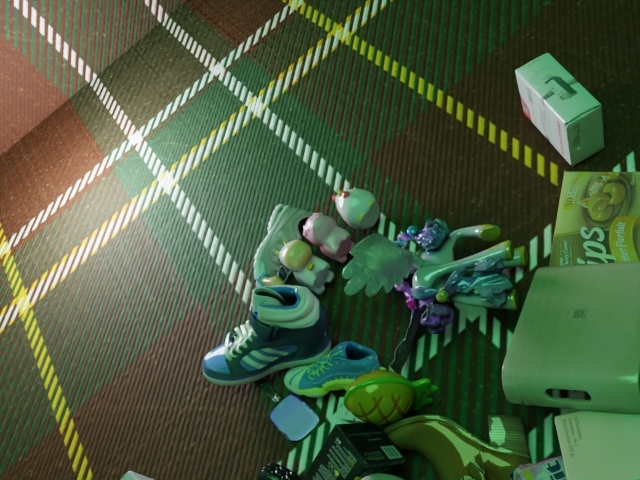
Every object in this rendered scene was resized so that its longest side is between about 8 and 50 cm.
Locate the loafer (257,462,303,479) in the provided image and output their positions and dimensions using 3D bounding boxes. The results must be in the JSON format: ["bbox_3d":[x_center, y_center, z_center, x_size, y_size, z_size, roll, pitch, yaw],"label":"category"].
[{"bbox_3d":[-0.035,0.532,1.305,0.223,0.076,0.078,19,105,28],"label":"loafer"}]

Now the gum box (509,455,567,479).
[{"bbox_3d":[0.408,0.456,1.075,0.107,0.062,0.188,-16,64,-10],"label":"gum box"}]

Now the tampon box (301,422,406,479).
[{"bbox_3d":[0.060,0.445,1.235,0.101,0.120,0.161,44,113,42],"label":"tampon box"}]

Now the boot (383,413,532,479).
[{"bbox_3d":[0.252,0.445,1.200,0.283,0.109,0.220,-4,61,17],"label":"boot"}]

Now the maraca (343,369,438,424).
[{"bbox_3d":[0.136,0.305,1.259,0.185,0.127,0.099,0,48,-10],"label":"maraca"}]

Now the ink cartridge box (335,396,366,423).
[{"bbox_3d":[0.079,0.365,1.376,0.083,0.028,0.048,1,59,27],"label":"ink cartridge box"}]

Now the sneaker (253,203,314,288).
[{"bbox_3d":[-0.089,0.029,1.638,0.115,0.105,0.281,3,64,21],"label":"sneaker"}]

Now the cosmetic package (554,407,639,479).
[{"bbox_3d":[0.525,0.317,0.949,0.309,0.113,0.160,-21,23,19],"label":"cosmetic package"}]

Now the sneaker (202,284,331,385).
[{"bbox_3d":[-0.147,0.193,1.446,0.322,0.236,0.130,-13,38,8],"label":"sneaker"}]

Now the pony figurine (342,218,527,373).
[{"bbox_3d":[0.230,0.087,1.361,0.363,0.303,0.351,-8,24,27],"label":"pony figurine"}]

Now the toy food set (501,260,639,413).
[{"bbox_3d":[0.465,0.157,1.116,0.219,0.092,0.306,-6,41,42],"label":"toy food set"}]

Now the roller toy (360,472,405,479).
[{"bbox_3d":[0.113,0.520,1.119,0.146,0.191,0.209,-60,7,19],"label":"roller toy"}]

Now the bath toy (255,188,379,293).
[{"bbox_3d":[0.000,0.000,1.572,0.129,0.151,0.348,29,70,33],"label":"bath toy"}]

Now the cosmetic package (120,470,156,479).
[{"bbox_3d":[-0.339,0.569,1.325,0.085,0.231,0.117,30,75,38],"label":"cosmetic package"}]

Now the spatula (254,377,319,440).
[{"bbox_3d":[-0.122,0.345,1.491,0.084,0.030,0.296,-43,49,-12],"label":"spatula"}]

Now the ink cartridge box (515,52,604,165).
[{"bbox_3d":[0.553,-0.303,1.489,0.092,0.158,0.218,-28,51,7],"label":"ink cartridge box"}]

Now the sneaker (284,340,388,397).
[{"bbox_3d":[0.027,0.269,1.396,0.240,0.126,0.091,-4,28,17],"label":"sneaker"}]

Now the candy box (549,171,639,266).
[{"bbox_3d":[0.576,0.010,1.315,0.182,0.087,0.317,3,62,30],"label":"candy box"}]
